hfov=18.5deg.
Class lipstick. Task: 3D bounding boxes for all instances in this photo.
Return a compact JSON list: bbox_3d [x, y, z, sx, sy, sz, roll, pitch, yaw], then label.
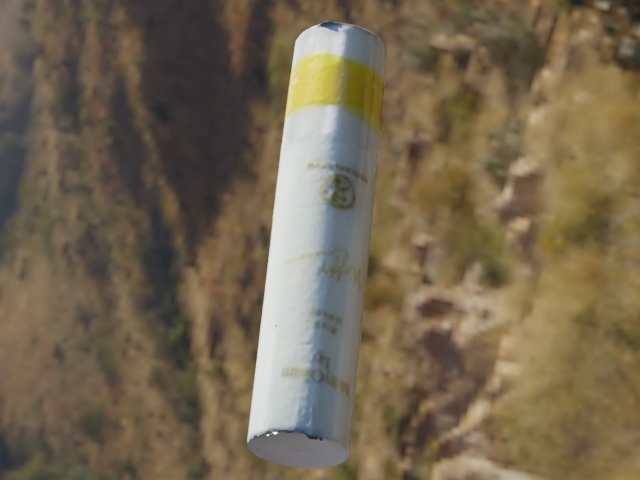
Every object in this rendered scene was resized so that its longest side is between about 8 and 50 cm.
[{"bbox_3d":[0.000,0.000,1.120,0.059,0.059,0.264,-40,38,55],"label":"lipstick"}]
